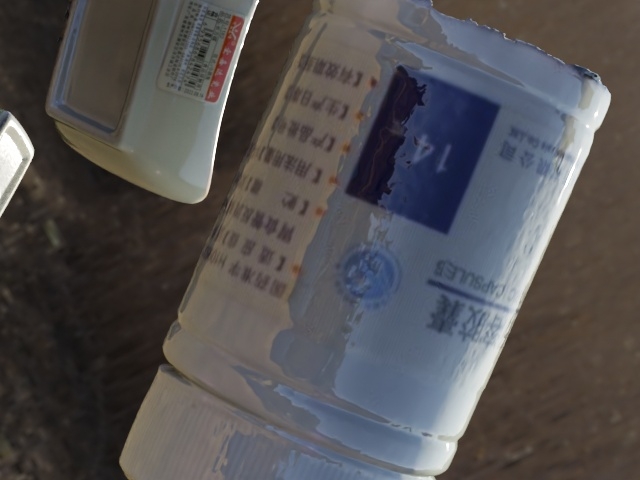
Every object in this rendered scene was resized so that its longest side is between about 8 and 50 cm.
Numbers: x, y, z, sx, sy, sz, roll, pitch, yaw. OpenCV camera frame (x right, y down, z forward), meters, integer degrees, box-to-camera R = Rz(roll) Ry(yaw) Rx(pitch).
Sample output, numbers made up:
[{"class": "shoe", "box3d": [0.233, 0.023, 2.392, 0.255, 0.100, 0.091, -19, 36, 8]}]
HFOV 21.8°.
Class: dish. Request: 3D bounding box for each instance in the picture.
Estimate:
[{"class": "dish", "box3d": [-0.129, -0.146, 1.204, 0.151, 0.212, 0.077, 27, 15, 37]}]

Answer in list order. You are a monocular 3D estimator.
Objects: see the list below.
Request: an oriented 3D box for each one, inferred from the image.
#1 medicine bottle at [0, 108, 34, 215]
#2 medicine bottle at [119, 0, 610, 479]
[{"class": "medicine bottle", "box3d": [-0.374, -0.076, 1.503, 0.132, 0.189, 0.088, -64, 162, -18]}, {"class": "medicine bottle", "box3d": [0.023, 0.026, 1.000, 0.190, 0.332, 0.190, 23, 3, -1]}]
